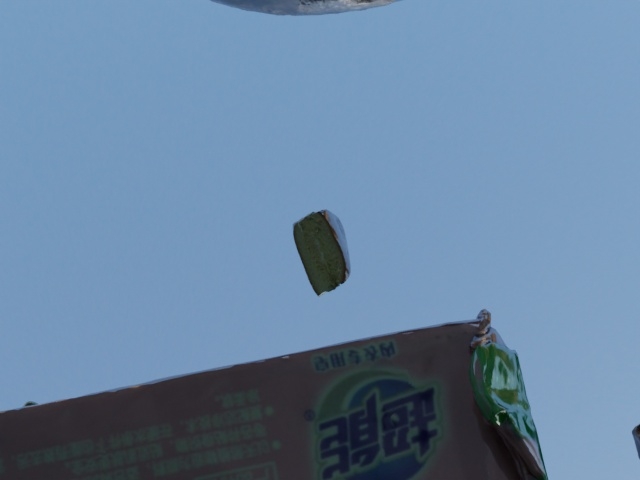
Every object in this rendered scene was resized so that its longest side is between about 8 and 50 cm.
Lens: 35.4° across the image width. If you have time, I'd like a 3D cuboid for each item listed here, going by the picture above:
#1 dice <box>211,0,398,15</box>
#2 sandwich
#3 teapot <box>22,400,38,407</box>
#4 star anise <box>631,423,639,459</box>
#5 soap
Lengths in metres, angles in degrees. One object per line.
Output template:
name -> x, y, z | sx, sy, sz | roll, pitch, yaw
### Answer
dice -> -0.003, -0.268, 0.718 | 0.183, 0.181, 0.182 | -27, -57, -36
sandwich -> 0.000, 0.000, 0.707 | 0.031, 0.083, 0.044 | -26, -62, 10
teapot -> -0.215, 0.175, 0.666 | 0.092, 0.124, 0.090 | -21, -116, -26
star anise -> 0.297, 0.111, 0.706 | 0.190, 0.126, 0.220 | -30, -69, -37
soap -> -0.057, 0.115, 0.428 | 0.274, 0.218, 0.098 | -10, -107, -6
